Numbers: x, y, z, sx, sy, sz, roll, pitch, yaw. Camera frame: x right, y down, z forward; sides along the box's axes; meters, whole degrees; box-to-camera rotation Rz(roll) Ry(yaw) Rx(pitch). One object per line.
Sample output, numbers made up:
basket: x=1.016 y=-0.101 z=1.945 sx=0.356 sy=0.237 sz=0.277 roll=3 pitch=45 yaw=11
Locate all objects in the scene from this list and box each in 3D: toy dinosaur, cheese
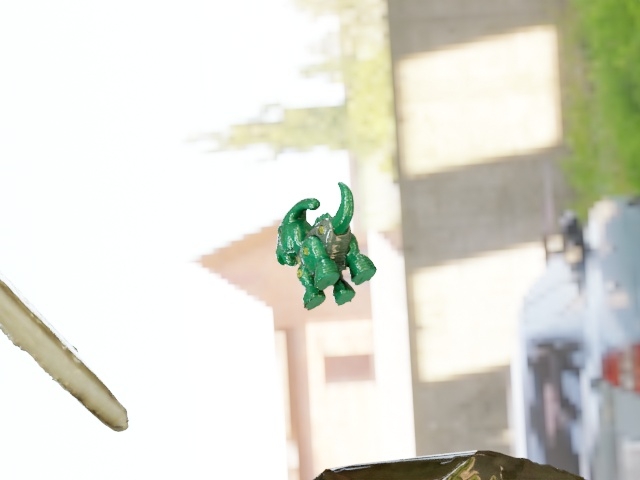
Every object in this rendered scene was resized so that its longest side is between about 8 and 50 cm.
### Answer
toy dinosaur: x=0.000 y=0.000 z=1.701 sx=0.096 sy=0.059 sz=0.132 roll=63 pitch=143 yaw=27
cheese: x=-0.268 y=0.029 z=1.575 sx=0.085 sy=0.034 sz=0.400 roll=50 pitch=177 yaw=45

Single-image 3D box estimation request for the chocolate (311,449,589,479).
chocolate: x=0.125 y=0.374 z=1.709 sx=0.314 sy=0.326 sz=0.297 roll=69 pitch=-158 yaw=-48
